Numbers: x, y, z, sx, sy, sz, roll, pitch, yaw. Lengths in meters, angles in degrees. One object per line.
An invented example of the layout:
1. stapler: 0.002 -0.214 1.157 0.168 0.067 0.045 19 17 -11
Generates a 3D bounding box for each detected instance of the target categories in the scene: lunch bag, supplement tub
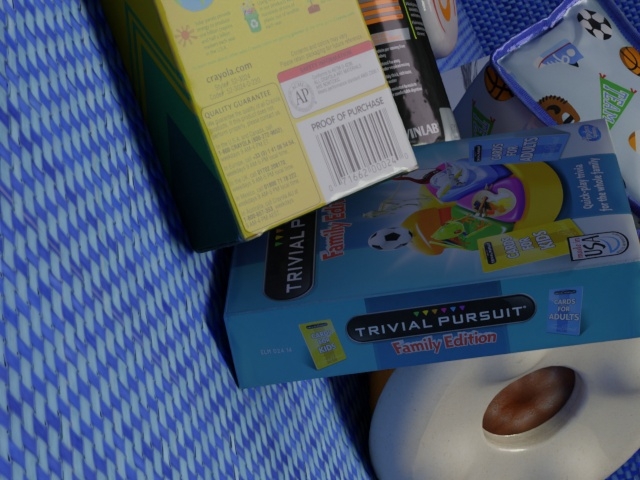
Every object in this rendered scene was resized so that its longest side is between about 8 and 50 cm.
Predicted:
1. lunch bag: 0.319 -0.040 2.036 0.385 0.239 0.328 47 -30 7
2. supplement tub: 0.012 -0.207 1.806 0.193 0.194 0.316 3 69 -77

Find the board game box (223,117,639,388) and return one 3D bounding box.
1. board game box: 0.096 0.005 1.491 0.253 0.336 0.079 -88 168 -60

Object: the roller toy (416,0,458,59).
1. roller toy: 0.114 -0.353 2.606 0.191 0.146 0.209 -56 132 -64

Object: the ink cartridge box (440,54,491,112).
1. ink cartridge box: 0.235 -0.153 2.502 0.207 0.283 0.117 55 20 -51

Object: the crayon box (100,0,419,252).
1. crayon box: -0.063 -0.173 1.432 0.202 0.081 0.318 -23 96 -36

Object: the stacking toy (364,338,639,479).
1. stacking toy: 0.146 0.042 1.922 0.350 0.351 0.480 59 2 -46
